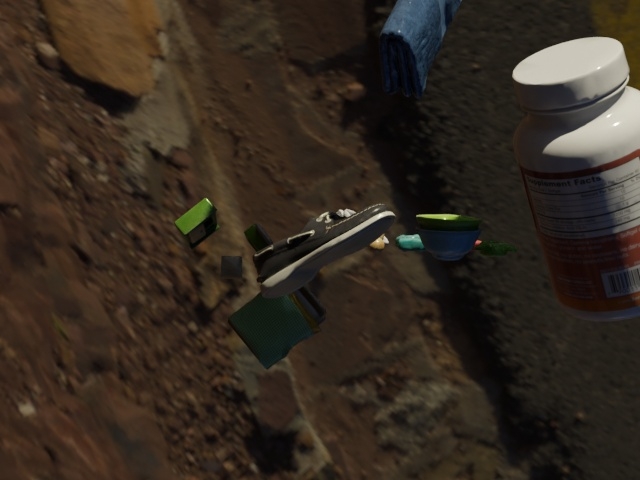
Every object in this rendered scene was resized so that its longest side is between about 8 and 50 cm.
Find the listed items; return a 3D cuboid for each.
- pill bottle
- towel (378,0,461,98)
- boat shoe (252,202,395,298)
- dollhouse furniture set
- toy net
[{"bbox_3d":[0.230,-0.052,1.186,0.121,0.121,0.216,-25,113,-13],"label":"pill bottle"},{"bbox_3d":[0.076,-0.164,1.044,0.067,0.029,0.119,78,31,-47],"label":"towel"},{"bbox_3d":[0.000,0.000,1.067,0.046,0.125,0.038,4,59,-53],"label":"boat shoe"},{"bbox_3d":[-0.064,0.033,1.273,0.076,0.058,0.152,-38,80,-8],"label":"dollhouse furniture set"},{"bbox_3d":[0.090,-0.012,1.524,0.122,0.232,0.045,-6,99,-45],"label":"toy net"}]
